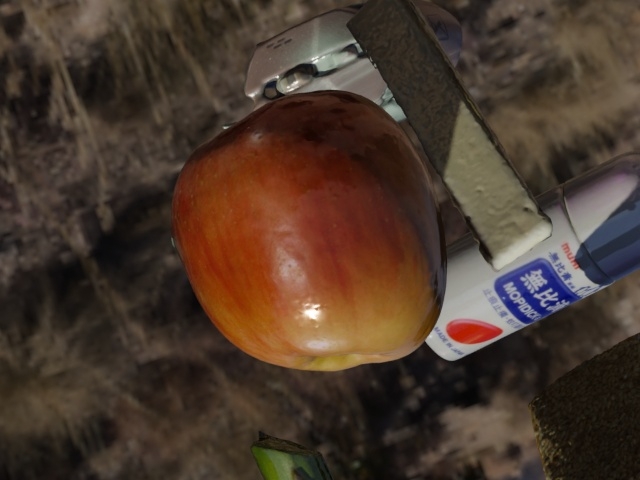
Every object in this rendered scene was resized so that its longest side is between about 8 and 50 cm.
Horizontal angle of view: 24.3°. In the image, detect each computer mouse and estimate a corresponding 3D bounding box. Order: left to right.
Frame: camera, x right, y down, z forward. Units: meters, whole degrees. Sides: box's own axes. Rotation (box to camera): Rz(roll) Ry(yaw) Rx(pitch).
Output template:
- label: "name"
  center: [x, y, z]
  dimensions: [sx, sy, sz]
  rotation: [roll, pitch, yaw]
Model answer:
- label: "computer mouse"
  center: [0.029, -0.259, 2.201]
  dimensions: [0.389, 0.199, 0.115]
  rotation: [-22, 166, -6]

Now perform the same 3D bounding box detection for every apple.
- label: "apple"
  center: [0.000, 0.000, 0.983]
  dimensions: [0.199, 0.199, 0.199]
  rotation: [-19, 164, -6]

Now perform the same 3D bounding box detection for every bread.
- label: "bread"
  center: [0.312, 0.210, 1.453]
  dimensions: [0.184, 0.234, 0.110]
  rotation: [-40, 116, 22]

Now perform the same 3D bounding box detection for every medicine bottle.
- label: "medicine bottle"
  center: [0.266, 0.012, 1.709]
  dimensions: [0.341, 0.130, 0.130]
  rotation: [-29, 162, 23]

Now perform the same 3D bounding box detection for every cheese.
- label: "cheese"
  center: [0.135, -0.135, 1.616]
  dimensions: [0.085, 0.400, 0.034]
  rotation: [-40, 144, 17]

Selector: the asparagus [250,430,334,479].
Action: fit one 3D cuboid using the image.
- label: "asparagus"
  center: [0.019, 0.280, 1.214]
  dimensions: [0.060, 0.277, 0.067]
  rotation: [-23, -176, -34]
